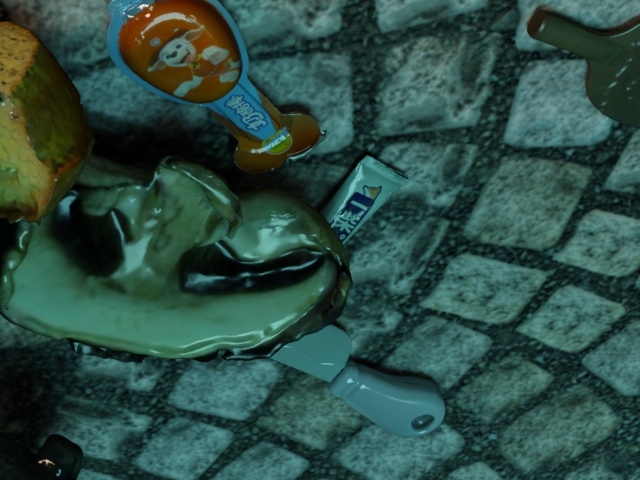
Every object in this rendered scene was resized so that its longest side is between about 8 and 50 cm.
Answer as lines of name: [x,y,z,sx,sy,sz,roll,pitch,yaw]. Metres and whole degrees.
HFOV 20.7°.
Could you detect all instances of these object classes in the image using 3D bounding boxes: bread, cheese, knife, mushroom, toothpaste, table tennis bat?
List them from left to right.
bread: [-0.277,-0.105,1.430,0.260,0.134,0.129,7,128,35]
mushroom: [-0.143,0.001,1.575,0.344,0.130,0.247,3,136,-25]
cheese: [-0.092,-0.139,1.521,0.106,0.037,0.256,-31,132,17]
toothpaste: [0.000,0.000,1.686,0.056,0.036,0.205,25,118,-35]
knife: [0.005,0.122,1.807,0.331,0.044,0.080,29,120,-32]
table tennis bat: [0.289,-0.167,1.616,0.234,0.022,0.131,16,128,-31]

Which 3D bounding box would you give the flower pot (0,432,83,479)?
flower pot: [-0.391,0.261,1.643,0.283,0.299,0.299,29,132,14]
